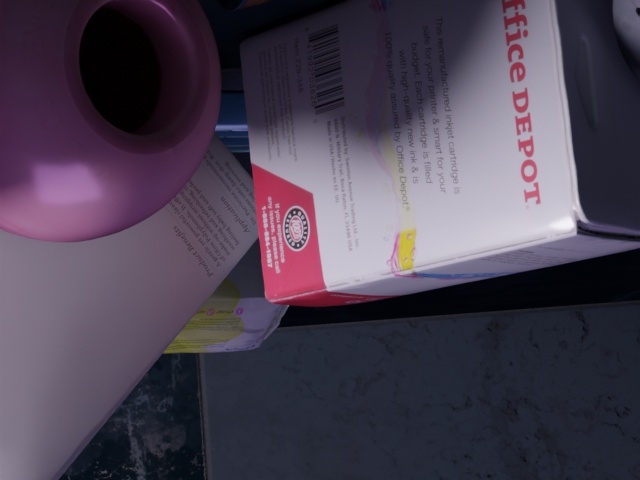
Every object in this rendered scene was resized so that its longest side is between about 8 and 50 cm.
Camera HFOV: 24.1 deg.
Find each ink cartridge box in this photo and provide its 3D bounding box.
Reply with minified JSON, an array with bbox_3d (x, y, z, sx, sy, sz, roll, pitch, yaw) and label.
[{"bbox_3d":[0.093,-0.080,1.157,0.306,0.226,0.131,-12,168,40],"label":"ink cartridge box"}]

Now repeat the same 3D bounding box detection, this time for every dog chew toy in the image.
[{"bbox_3d":[-0.220,-0.098,1.025,0.206,0.207,0.331,4,175,-42],"label":"dog chew toy"}]

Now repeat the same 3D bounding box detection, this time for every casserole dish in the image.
[{"bbox_3d":[-0.097,-0.111,1.443,0.188,0.037,0.114,-1,169,-16],"label":"casserole dish"}]

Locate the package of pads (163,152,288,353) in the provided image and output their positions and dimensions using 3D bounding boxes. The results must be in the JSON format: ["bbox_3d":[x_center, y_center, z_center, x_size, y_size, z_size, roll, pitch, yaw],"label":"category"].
[{"bbox_3d":[-0.194,0.001,1.444,0.296,0.229,0.101,0,143,-29],"label":"package of pads"}]

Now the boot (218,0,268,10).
[{"bbox_3d":[0.014,-0.203,0.906,0.106,0.082,0.219,-17,-179,-26],"label":"boot"}]

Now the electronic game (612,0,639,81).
[{"bbox_3d":[0.315,-0.161,1.022,0.229,0.048,0.229,7,136,7],"label":"electronic game"}]

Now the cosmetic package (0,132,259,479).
[{"bbox_3d":[-0.224,0.035,1.207,0.155,0.197,0.365,-16,-152,51],"label":"cosmetic package"}]
